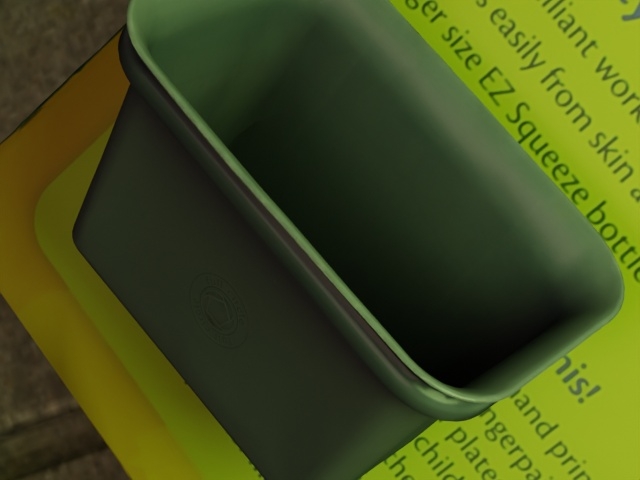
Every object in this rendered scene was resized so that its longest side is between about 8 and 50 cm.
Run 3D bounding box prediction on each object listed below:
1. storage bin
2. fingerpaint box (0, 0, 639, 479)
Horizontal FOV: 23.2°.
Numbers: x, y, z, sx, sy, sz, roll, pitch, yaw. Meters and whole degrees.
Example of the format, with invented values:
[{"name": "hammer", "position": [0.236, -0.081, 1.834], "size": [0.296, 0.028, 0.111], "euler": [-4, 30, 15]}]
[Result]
[{"name": "storage bin", "position": [0.000, 0.000, 0.421], "size": [0.135, 0.098, 0.091], "euler": [50, 135, 12]}, {"name": "fingerpaint box", "position": [0.161, 0.045, 0.489], "size": [0.371, 0.163, 0.444], "euler": [-41, 78, 18]}]
